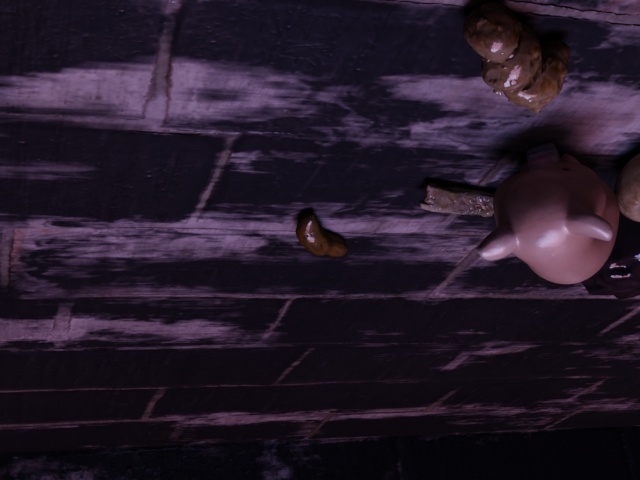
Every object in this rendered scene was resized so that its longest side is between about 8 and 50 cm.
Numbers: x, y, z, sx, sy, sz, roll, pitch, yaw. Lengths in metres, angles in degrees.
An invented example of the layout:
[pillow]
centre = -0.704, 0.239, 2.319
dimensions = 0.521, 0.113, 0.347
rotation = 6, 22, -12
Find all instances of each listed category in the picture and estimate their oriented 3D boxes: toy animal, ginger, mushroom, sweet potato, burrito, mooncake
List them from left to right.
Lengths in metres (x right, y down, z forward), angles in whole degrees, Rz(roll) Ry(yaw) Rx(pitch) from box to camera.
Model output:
[sweet potato]
centre = -0.001, 0.000, 1.828
dimensions = 0.053, 0.054, 0.182
rotation = -6, 161, 22
[burrito]
centre = 0.239, -0.066, 1.743
dimensions = 0.171, 0.042, 0.051
rotation = 4, 125, -35
[ginger]
centre = 0.244, -0.235, 1.310
dimensions = 0.204, 0.080, 0.104
rotation = 21, 113, -49
[toy animal]
centre = 0.372, -0.045, 1.617
dimensions = 0.195, 0.212, 0.256
rotation = -14, 156, 26
[mooncake]
centre = 0.620, 0.027, 1.952
dimensions = 0.283, 0.141, 0.283
rotation = -4, 159, -2
[mushroom]
centre = 0.564, -0.083, 1.691
dimensions = 0.166, 0.127, 0.166
rotation = -1, 161, 0
